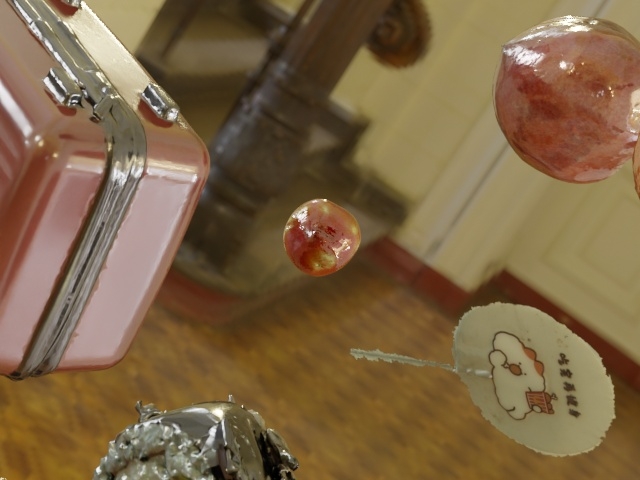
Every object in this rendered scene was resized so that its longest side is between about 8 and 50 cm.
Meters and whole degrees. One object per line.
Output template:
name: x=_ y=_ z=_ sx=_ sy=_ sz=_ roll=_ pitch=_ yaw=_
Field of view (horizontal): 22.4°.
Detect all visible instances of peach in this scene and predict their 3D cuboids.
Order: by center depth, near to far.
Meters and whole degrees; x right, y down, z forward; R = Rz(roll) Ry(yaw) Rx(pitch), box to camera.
peach: x=0.220 y=-0.133 z=1.395 sx=0.152 sy=0.152 sz=0.152 roll=30 pitch=16 yaw=-10

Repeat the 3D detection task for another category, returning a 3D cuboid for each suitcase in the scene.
suitcase: x=-0.229 y=-0.058 z=1.212 sx=0.161 sy=0.236 sz=0.297 roll=5 pitch=32 yaw=-41

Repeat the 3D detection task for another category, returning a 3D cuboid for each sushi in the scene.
sushi: x=-0.114 y=0.282 z=1.806 sx=0.219 sy=0.225 sz=0.238 roll=7 pitch=70 yaw=-54

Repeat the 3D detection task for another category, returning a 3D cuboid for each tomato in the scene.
tomato: x=0.000 y=0.000 z=1.811 sx=0.087 sy=0.087 sz=0.075 roll=29 pitch=30 yaw=-14

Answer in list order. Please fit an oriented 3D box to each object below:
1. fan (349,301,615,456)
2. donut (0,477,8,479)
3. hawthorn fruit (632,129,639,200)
fan: x=0.158 y=0.138 z=1.679 sx=0.329 sy=0.190 sz=0.009 roll=8 pitch=36 yaw=37
donut: x=-0.312 y=0.318 z=1.552 sx=0.190 sy=0.075 sz=0.174 roll=-38 pitch=107 yaw=-41
hawthorn fruit: x=0.237 y=-0.075 z=0.923 sx=0.165 sy=0.165 sz=0.285 roll=17 pitch=46 yaw=-45
